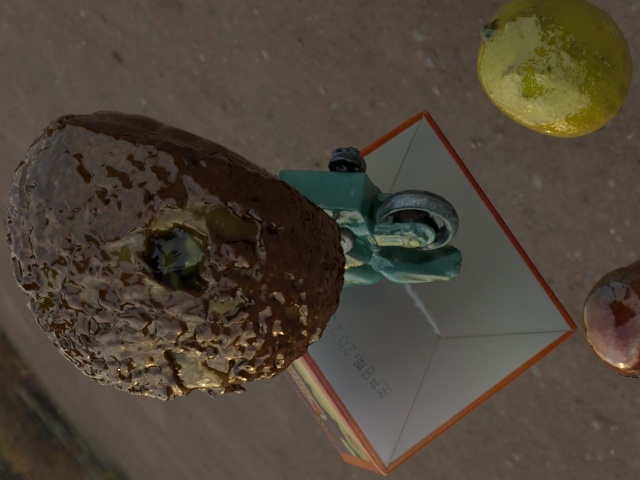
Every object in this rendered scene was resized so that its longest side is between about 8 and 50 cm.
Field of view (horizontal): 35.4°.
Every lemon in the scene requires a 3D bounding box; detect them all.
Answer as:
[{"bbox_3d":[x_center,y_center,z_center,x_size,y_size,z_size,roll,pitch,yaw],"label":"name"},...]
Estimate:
[{"bbox_3d":[0.422,-0.315,1.801,0.284,0.260,0.260,30,152,9],"label":"lemon"}]

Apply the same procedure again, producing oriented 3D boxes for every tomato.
[{"bbox_3d":[0.548,0.123,1.767,0.155,0.214,0.181,31,-165,-34],"label":"tomato"}]

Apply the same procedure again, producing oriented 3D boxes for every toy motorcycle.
[{"bbox_3d":[0.002,0.000,1.073,0.296,0.109,0.198,3,146,15],"label":"toy motorcycle"}]

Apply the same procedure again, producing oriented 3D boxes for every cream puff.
[{"bbox_3d":[-0.125,0.026,0.846,0.303,0.212,0.303,19,174,2],"label":"cream puff"}]

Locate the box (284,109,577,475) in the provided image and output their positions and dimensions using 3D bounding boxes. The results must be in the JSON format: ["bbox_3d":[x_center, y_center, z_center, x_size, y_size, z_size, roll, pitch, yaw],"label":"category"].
[{"bbox_3d":[0.084,0.073,1.338,0.348,0.318,0.257,54,168,1],"label":"box"}]
